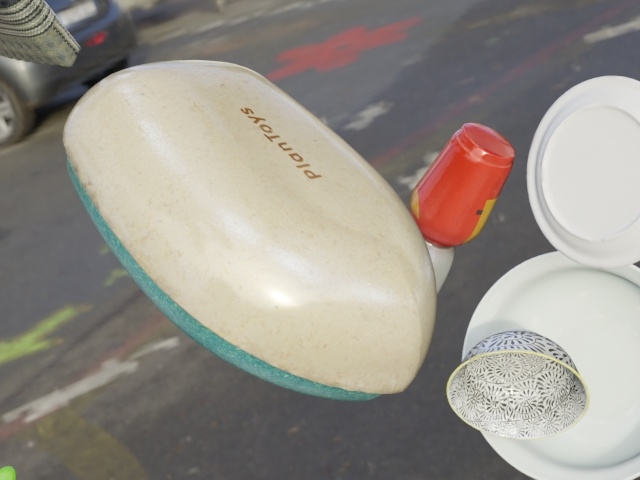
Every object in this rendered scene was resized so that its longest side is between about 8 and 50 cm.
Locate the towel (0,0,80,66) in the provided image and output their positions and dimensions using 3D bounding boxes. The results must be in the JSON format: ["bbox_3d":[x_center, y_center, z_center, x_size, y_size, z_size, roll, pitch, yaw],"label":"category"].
[{"bbox_3d":[-0.394,-0.299,1.171,0.324,0.312,0.056,18,65,45],"label":"towel"}]

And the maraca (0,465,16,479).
[{"bbox_3d":[-0.341,0.310,1.246,0.127,0.186,0.099,-16,-4,-22],"label":"maraca"}]

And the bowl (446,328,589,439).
[{"bbox_3d":[0.242,0.161,1.514,0.170,0.170,0.080,-11,40,22],"label":"bowl"}]

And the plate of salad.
[{"bbox_3d":[0.301,-0.070,1.291,0.048,0.200,0.200,0,0,-44],"label":"plate of salad"}]

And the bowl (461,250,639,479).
[{"bbox_3d":[0.341,0.164,1.585,0.298,0.298,0.134,-11,-10,25],"label":"bowl"}]

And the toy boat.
[{"bbox_3d":[0.000,0.000,0.795,0.318,0.148,0.267,-7,46,-46],"label":"toy boat"}]
